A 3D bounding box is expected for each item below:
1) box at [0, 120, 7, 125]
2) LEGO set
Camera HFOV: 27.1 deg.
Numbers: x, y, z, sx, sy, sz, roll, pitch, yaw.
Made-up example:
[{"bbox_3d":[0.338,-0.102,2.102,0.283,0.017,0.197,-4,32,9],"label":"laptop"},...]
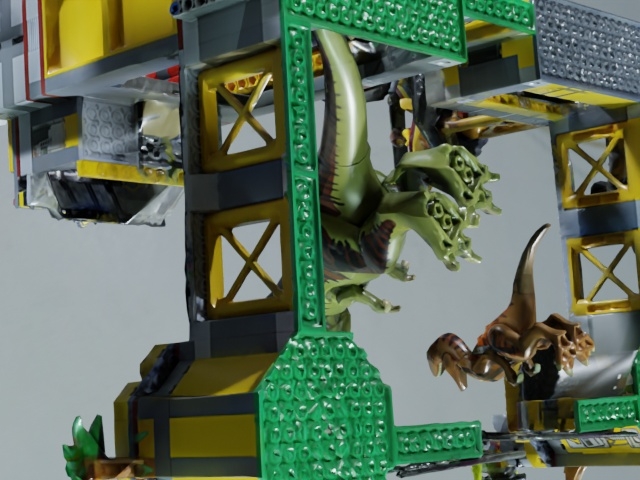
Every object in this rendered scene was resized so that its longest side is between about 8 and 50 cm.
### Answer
[{"bbox_3d":[-0.261,-0.106,0.645,0.186,0.145,0.038,28,104,12],"label":"box"},{"bbox_3d":[0.000,0.000,0.540,0.331,0.192,0.255,-9,89,-49],"label":"LEGO set"}]
